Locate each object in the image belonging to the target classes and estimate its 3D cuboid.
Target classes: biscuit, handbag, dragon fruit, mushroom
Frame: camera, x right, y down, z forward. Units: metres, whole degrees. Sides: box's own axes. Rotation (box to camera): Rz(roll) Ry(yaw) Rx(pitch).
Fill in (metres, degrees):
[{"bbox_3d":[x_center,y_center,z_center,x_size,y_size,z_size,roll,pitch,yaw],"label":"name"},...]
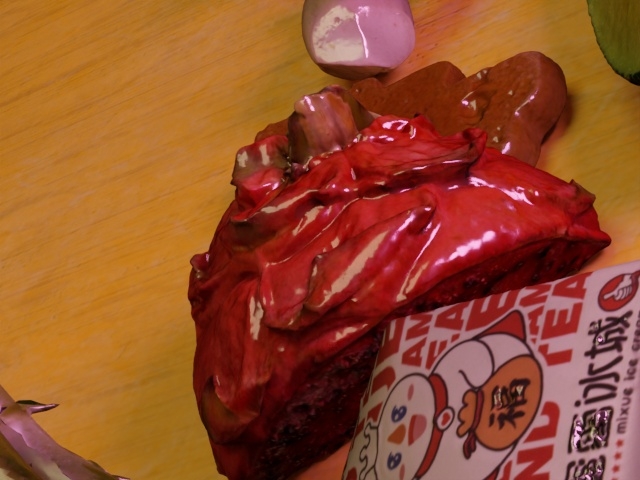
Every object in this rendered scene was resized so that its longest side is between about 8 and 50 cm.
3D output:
[{"bbox_3d":[0.049,-0.048,1.253,0.278,0.043,0.301,-49,36,-10],"label":"biscuit"},{"bbox_3d":[0.107,0.130,0.886,0.298,0.151,0.171,-16,45,42],"label":"handbag"},{"bbox_3d":[0.000,0.000,1.074,0.317,0.152,0.205,-38,63,6],"label":"dragon fruit"},{"bbox_3d":[0.030,-0.201,1.419,0.097,0.088,0.212,-32,25,20],"label":"mushroom"}]

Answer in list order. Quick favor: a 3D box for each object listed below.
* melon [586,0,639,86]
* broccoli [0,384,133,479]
[{"bbox_3d":[0.290,-0.236,1.104,0.331,0.226,0.343,0,63,30],"label":"melon"},{"bbox_3d":[-0.169,0.212,0.934,0.304,0.283,0.321,-29,-2,-7],"label":"broccoli"}]
